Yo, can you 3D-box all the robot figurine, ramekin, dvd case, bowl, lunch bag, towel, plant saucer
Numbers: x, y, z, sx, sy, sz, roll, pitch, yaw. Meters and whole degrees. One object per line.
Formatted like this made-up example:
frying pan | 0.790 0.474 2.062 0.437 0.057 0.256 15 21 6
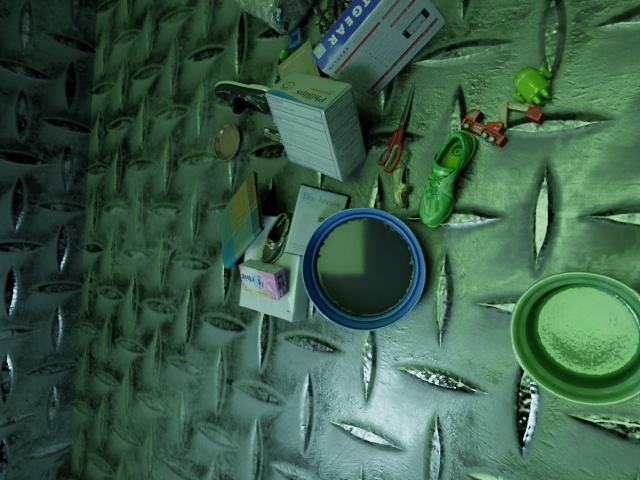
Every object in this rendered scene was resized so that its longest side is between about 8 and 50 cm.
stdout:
robot figurine | 0.568 -0.417 1.130 0.101 0.067 0.115 -48 62 38
ramekin | 0.631 0.222 1.008 0.303 0.148 0.304 -2 87 37
dvd case | -0.012 -0.060 1.495 0.022 0.180 0.253 -135 58 -75
bowl | 0.135 0.089 1.341 0.390 0.077 0.392 1 94 12
lunch bag | -0.175 -0.964 1.612 0.305 0.212 0.256 42 112 29
towel | -0.323 -0.072 1.702 0.370 0.040 0.272 -40 54 47
plant saucer | -0.412 -0.440 1.879 0.168 0.029 0.169 -1 88 37

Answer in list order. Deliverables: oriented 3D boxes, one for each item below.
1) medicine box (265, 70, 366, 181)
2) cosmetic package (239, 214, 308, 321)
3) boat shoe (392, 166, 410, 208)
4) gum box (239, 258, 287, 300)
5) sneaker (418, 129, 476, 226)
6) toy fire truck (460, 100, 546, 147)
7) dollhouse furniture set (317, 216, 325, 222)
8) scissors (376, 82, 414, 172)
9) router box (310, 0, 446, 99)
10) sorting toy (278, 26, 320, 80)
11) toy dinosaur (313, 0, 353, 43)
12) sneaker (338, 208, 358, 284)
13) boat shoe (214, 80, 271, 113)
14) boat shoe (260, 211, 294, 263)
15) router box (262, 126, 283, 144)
medicine box | -0.009 -0.381 1.407 0.263 0.289 0.149 28 63 34
cosmetic package | -0.168 0.097 1.636 0.284 0.097 0.378 9 94 38
boat shoe | 0.265 -0.173 1.355 0.045 0.050 0.136 -14 80 41
gum box | -0.206 0.143 1.545 0.188 0.062 0.107 11 118 36
sneaker | 0.356 -0.186 1.243 0.109 0.123 0.296 26 104 34
toy fire truck | 0.508 -0.340 1.184 0.192 0.047 0.135 42 112 31
dollhouse furniture set | 0.000 0.000 1.465 0.058 0.076 0.152 16 96 -2
scissors | 0.267 -0.364 1.365 0.297 0.021 0.109 -64 32 13
router box | 0.182 -0.619 1.279 0.335 0.301 0.082 -41 66 27
sorting toy | -0.077 -0.645 1.631 0.195 0.047 0.348 -26 71 39
toy dinosaur | 0.102 -0.749 1.448 0.218 0.164 0.322 2 67 21
sneaker | 0.060 0.046 1.462 0.146 0.104 0.296 -14 84 30
boat shoe | -0.330 -0.586 1.765 0.339 0.127 0.113 17 86 26
boat shoe | -0.165 -0.010 1.539 0.081 0.068 0.228 43 111 29
router box | -0.155 -0.400 1.648 0.122 0.092 0.038 31 106 33
